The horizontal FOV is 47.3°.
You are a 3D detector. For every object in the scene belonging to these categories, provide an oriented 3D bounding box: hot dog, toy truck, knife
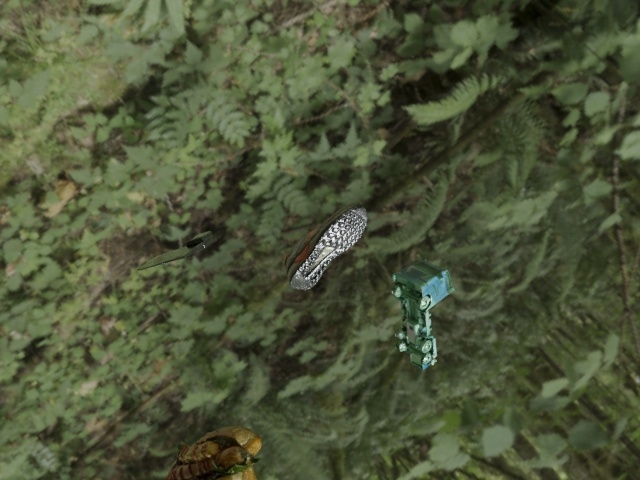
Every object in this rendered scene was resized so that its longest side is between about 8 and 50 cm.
[{"bbox_3d":[-0.150,0.299,0.938,0.250,0.076,0.104,-42,-145,51],"label":"hot dog"},{"bbox_3d":[0.162,0.116,1.129,0.081,0.067,0.175,-29,126,-29],"label":"toy truck"},{"bbox_3d":[-0.188,0.014,0.966,0.072,0.019,0.245,-15,-175,2],"label":"knife"}]

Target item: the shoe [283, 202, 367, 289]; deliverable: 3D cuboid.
[{"bbox_3d":[0.001,-0.001,1.327,0.074,0.077,0.194,31,104,-41],"label":"shoe"}]
